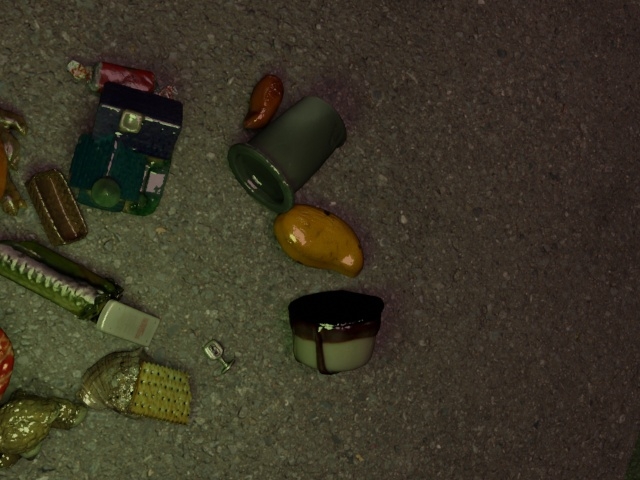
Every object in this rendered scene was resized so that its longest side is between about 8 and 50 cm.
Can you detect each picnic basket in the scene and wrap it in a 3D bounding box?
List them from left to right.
[{"bbox_3d":[-0.670,-0.081,1.730,0.110,0.054,0.193,-35,107,-62],"label":"picnic basket"}]

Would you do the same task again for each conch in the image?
[{"bbox_3d":[-0.509,0.374,1.779,0.245,0.163,0.178,-2,54,-7],"label":"conch"}]

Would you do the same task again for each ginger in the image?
[{"bbox_3d":[-0.806,-0.222,1.688,0.166,0.080,0.333,-6,88,-28],"label":"ginger"}]

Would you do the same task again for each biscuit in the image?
[{"bbox_3d":[-0.400,0.394,1.760,0.203,0.016,0.144,29,66,-48],"label":"biscuit"}]

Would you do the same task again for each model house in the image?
[{"bbox_3d":[-0.479,-0.222,1.710,0.245,0.280,0.312,17,83,-21],"label":"model house"}]

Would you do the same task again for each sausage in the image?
[{"bbox_3d":[-0.159,-0.391,1.951,0.089,0.089,0.179,27,80,-19],"label":"sausage"}]

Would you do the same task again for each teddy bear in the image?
[{"bbox_3d":[-0.697,0.437,1.620,0.267,0.256,0.156,-30,95,-21],"label":"teddy bear"}]

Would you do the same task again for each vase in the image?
[{"bbox_3d":[-0.080,-0.253,1.920,0.291,0.245,0.245,-46,105,-26],"label":"vase"}]

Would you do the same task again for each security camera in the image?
[{"bbox_3d":[-0.285,0.321,1.902,0.092,0.058,0.058,46,73,-6],"label":"security camera"}]

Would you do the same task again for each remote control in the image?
[{"bbox_3d":[-0.497,0.215,1.772,0.190,0.029,0.088,37,72,-56],"label":"remote control"}]

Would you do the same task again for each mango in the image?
[{"bbox_3d":[-0.004,0.000,1.988,0.295,0.120,0.177,29,70,-21],"label":"mango"}]

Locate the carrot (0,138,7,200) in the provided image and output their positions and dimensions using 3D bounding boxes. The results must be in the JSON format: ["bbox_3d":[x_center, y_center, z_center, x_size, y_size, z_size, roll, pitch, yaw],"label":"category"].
[{"bbox_3d":[-0.874,-0.172,1.606,0.258,0.100,0.307,12,87,5],"label":"carrot"}]

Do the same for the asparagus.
[{"bbox_3d":[-0.686,0.081,1.711,0.382,0.108,0.128,31,78,-18],"label":"asparagus"}]

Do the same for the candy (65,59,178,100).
[{"bbox_3d":[-0.523,-0.421,1.817,0.292,0.059,0.086,6,85,-23],"label":"candy"}]

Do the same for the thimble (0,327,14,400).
[{"bbox_3d":[-0.885,0.278,1.514,0.350,0.230,0.350,-14,111,-40],"label":"thimble"}]

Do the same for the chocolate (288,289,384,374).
[{"bbox_3d":[0.042,0.270,1.941,0.283,0.283,0.186,-10,108,-22],"label":"chocolate"}]
